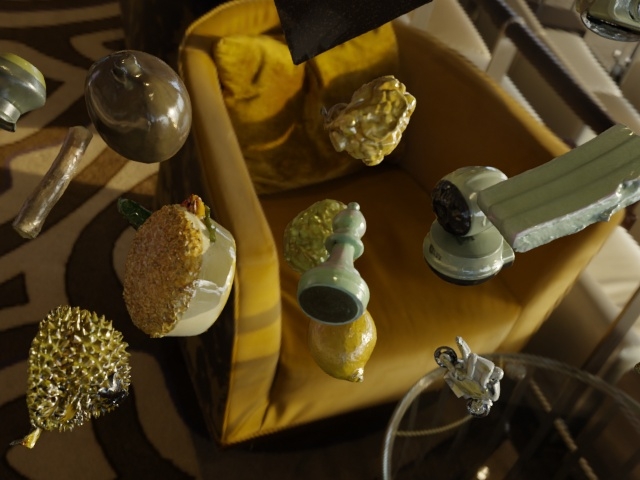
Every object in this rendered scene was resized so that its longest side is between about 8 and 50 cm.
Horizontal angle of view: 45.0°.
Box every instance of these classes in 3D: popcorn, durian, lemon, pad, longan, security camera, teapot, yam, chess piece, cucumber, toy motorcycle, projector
[{"bbox_3d":[0.000,0.000,1.918,0.184,0.221,0.204,42,75,9],"label":"popcorn"},{"bbox_3d":[-0.374,0.219,1.199,0.138,0.193,0.237,12,55,2],"label":"durian"},{"bbox_3d":[0.056,0.254,2.008,0.187,0.187,0.244,-4,68,-23],"label":"lemon"},{"bbox_3d":[0.048,-0.498,1.489,0.004,0.330,0.220,-15,88,-58],"label":"pad"},{"bbox_3d":[-0.442,-0.335,1.893,0.300,0.300,0.243,35,61,20],"label":"longan"},{"bbox_3d":[0.343,-0.048,1.784,0.191,0.277,0.197,-18,46,-19],"label":"security camera"},{"bbox_3d":[0.112,-0.244,1.616,0.194,0.163,0.140,-31,10,-10],"label":"popcorn"},{"bbox_3d":[-0.579,-0.271,1.384,0.166,0.130,0.119,21,74,14],"label":"teapot"},{"bbox_3d":[-0.629,-0.142,1.827,0.066,0.066,0.299,24,75,8],"label":"yam"},{"bbox_3d":[0.043,0.024,1.540,0.139,0.139,0.271,16,51,-2],"label":"chess piece"},{"bbox_3d":[-0.418,-0.039,1.849,0.227,0.069,0.069,37,44,26],"label":"cucumber"},{"bbox_3d":[0.404,0.358,2.037,0.228,0.151,0.074,58,27,-3],"label":"toy motorcycle"},{"bbox_3d":[0.627,-0.514,1.522,0.163,0.242,0.177,15,20,-11],"label":"projector"}]

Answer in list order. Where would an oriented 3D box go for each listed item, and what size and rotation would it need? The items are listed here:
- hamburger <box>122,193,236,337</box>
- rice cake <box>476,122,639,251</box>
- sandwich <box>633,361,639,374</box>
[{"bbox_3d":[-0.305,0.060,1.603,0.179,0.276,0.294,21,61,-33],"label":"hamburger"},{"bbox_3d":[0.323,-0.067,0.982,0.237,0.043,0.127,-25,36,-4],"label":"rice cake"},{"bbox_3d":[0.815,0.302,1.783,0.212,0.245,0.063,-3,28,-19],"label":"sandwich"}]
